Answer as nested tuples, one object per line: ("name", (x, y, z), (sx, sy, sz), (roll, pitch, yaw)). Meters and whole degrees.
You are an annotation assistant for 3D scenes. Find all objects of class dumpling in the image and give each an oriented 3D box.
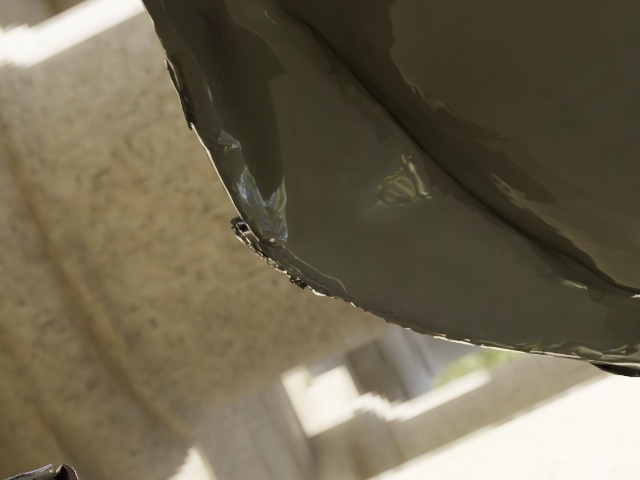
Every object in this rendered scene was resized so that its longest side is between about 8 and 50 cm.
("dumpling", (0.084, -0.079, 0.541), (0.341, 0.260, 0.181), (59, 21, -58))

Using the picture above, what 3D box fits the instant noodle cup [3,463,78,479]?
("instant noodle cup", (-0.185, 0.277, 1.004), (0.255, 0.244, 0.244), (61, 6, 5))

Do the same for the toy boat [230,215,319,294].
("toy boat", (0.000, 0.000, 1.276), (0.066, 0.084, 0.210), (41, -7, 19))
